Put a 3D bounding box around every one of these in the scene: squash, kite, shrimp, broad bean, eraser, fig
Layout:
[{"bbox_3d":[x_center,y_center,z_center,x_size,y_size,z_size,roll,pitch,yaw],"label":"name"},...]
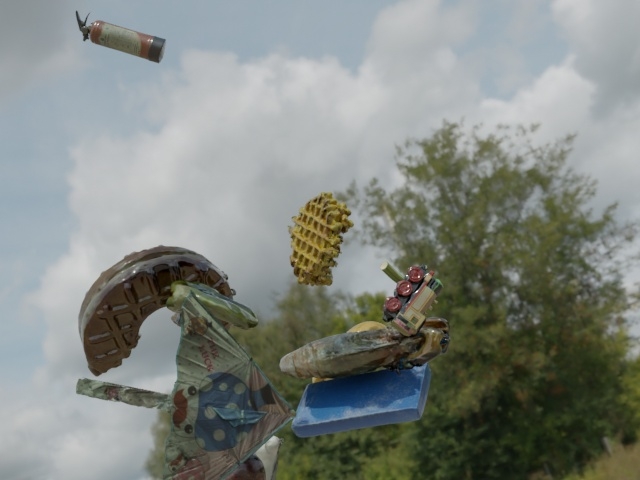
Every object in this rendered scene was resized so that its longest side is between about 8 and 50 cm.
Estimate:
[{"bbox_3d":[0.186,0.087,2.148,0.027,0.027,0.083,-30,-57,30],"label":"squash"},{"bbox_3d":[-0.189,0.238,1.208,0.315,0.335,0.011,8,-1,-8],"label":"kite"},{"bbox_3d":[0.098,0.253,1.876,0.446,0.109,0.221,-17,-16,42],"label":"shrimp"},{"bbox_3d":[-0.231,0.133,1.780,0.207,0.072,0.153,11,0,28],"label":"broad bean"},{"bbox_3d":[0.090,0.352,1.864,0.312,0.042,0.144,-16,29,28],"label":"eraser"},{"bbox_3d":[-0.268,0.570,2.000,0.274,0.145,0.170,-4,-36,-10],"label":"fig"}]

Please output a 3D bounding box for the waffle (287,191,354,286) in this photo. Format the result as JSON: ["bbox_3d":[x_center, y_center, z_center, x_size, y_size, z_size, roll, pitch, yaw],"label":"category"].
[{"bbox_3d":[0.000,0.000,1.776,0.070,0.197,0.193,11,-47,-28],"label":"waffle"}]

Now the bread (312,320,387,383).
[{"bbox_3d":[0.086,0.322,2.338,0.142,0.091,0.305,15,-41,-21],"label":"bread"}]

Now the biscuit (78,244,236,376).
[{"bbox_3d":[-0.367,0.145,1.908,0.366,0.115,0.268,-20,-53,-25],"label":"biscuit"}]

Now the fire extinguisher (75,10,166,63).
[{"bbox_3d":[-0.388,-0.392,1.635,0.177,0.050,0.062,17,-59,-4],"label":"fire extinguisher"}]

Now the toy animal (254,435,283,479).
[{"bbox_3d":[-0.232,0.583,2.331,0.249,0.289,0.174,-57,2,4],"label":"toy animal"}]

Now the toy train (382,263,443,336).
[{"bbox_3d":[0.179,0.112,1.621,0.138,0.087,0.050,-51,-8,-16],"label":"toy train"}]
